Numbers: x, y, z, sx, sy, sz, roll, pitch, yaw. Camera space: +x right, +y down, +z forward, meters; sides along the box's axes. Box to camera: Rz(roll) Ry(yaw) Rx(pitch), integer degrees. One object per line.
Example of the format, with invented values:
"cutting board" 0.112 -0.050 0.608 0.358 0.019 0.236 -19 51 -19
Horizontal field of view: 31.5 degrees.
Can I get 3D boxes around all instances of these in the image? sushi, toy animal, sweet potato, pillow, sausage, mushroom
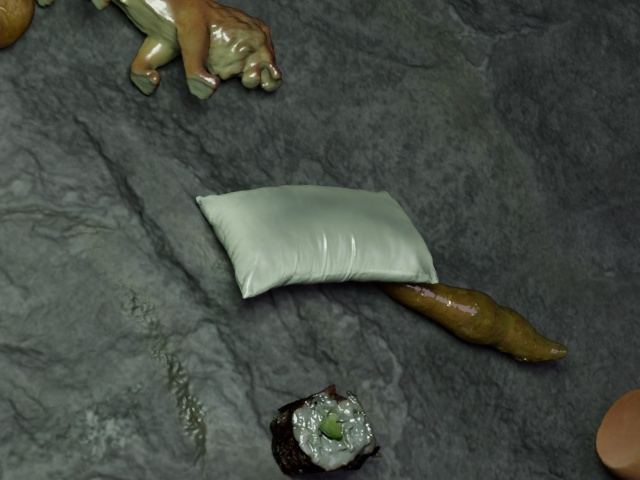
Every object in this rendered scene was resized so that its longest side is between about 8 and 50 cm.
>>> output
"sushi" 0.004 0.210 1.206 0.094 0.084 0.098 -21 83 -29
"toy animal" -0.176 -0.253 1.251 0.312 0.097 0.157 39 49 -11
"sweet potato" 0.173 0.085 1.347 0.274 0.067 0.067 26 65 -14
"pillow" 0.000 0.001 1.259 0.254 0.078 0.144 -2 54 -29
"sausage" 0.487 0.294 1.420 0.304 0.121 0.121 29 64 -20
"mushroom" -0.355 -0.241 1.154 0.130 0.073 0.088 9 106 -22
